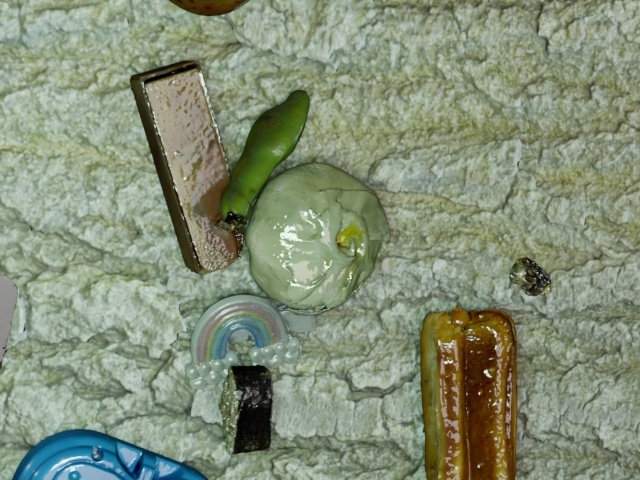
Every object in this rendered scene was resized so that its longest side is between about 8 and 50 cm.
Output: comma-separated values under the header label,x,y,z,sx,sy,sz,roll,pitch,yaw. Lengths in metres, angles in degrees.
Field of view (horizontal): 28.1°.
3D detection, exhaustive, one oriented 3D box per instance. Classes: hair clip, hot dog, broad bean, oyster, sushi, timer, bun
label,x,y,z,sx,sy,sz,roll,pitch,yaw
hair clip,-0.111,0.142,1.985,0.220,0.054,0.140,-14,115,-13
hot dog,0.243,0.273,2.086,0.158,0.117,0.348,-3,97,1
broad bean,-0.088,-0.112,1.879,0.067,0.075,0.325,39,52,-21
oyster,0.356,0.065,2.145,0.083,0.019,0.054,37,85,-20
sushi,-0.114,0.260,1.962,0.078,0.090,0.150,-2,124,-14
timer,-0.322,0.461,1.923,0.340,0.115,0.309,25,86,-19
bun,0.000,0.000,1.926,0.239,0.141,0.239,-5,99,-37

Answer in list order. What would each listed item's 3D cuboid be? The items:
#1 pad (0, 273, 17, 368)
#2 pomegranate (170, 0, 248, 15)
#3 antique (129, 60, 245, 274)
label,x,y,z,sx,sy,sz,roll,pitch,yaw
pad,-0.582,0.116,1.840,0.267,0.004,0.181,12,93,-21
pomegranate,-0.175,-0.428,1.799,0.246,0.198,0.198,26,89,-20
antique,-0.191,-0.106,1.898,0.093,0.087,0.310,-19,103,-17
